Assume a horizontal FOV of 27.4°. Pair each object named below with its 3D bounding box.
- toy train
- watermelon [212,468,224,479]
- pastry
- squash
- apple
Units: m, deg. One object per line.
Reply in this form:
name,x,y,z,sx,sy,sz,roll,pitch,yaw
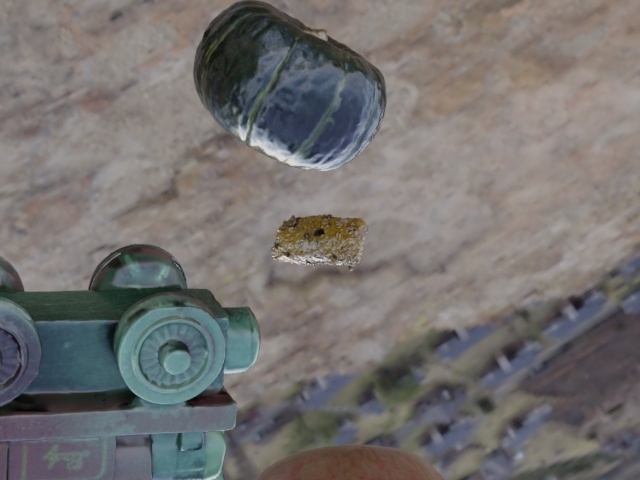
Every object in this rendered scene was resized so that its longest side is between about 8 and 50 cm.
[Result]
toy train,-0.198,0.127,1.020,0.304,0.150,0.221,-1,108,-19
watermelon,-0.216,0.257,1.494,0.207,0.136,0.202,34,105,-19
pastry,0.000,0.000,1.908,0.140,0.080,0.056,8,178,20
squash,-0.037,-0.195,1.654,0.252,0.252,0.165,3,122,-54
apple,0.026,0.398,1.710,0.345,0.269,0.344,8,145,6
